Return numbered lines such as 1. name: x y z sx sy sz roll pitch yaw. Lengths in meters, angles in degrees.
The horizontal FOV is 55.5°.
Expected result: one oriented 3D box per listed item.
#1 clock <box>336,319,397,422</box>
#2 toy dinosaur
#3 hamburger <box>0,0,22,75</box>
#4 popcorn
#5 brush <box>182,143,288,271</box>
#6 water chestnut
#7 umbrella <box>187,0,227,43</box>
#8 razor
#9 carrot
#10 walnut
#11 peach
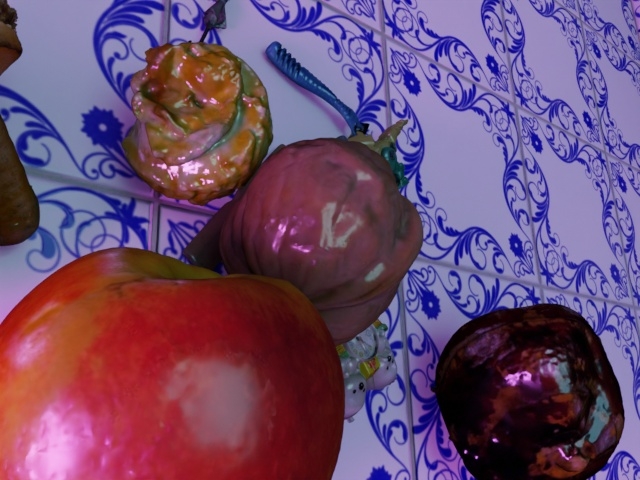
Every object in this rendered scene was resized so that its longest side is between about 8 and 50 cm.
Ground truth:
1. clock: 0.044 0.195 0.957 0.231 0.103 0.144 -28 86 -44
2. toy dinosaur: 0.105 -0.148 1.129 0.259 0.094 0.153 -35 107 -39
3. hamburger: -0.414 -0.217 0.640 0.118 0.191 0.182 66 17 -13
4. popcorn: -0.166 -0.162 0.840 0.204 0.183 0.221 2 74 -12
5. brush: -0.110 -0.057 0.950 0.054 0.048 0.282 50 52 -18
6. water chestnut: 0.366 0.259 1.107 0.335 0.335 0.347 52 19 -15
7. umbrella: -0.158 -0.409 1.030 0.044 0.044 0.269 63 39 -49
8. razor: 0.000 -0.270 1.119 0.253 0.042 0.082 39 55 -24
9. carrot: -0.350 -0.114 0.619 0.078 0.298 0.078 4 45 -4
10. walnut: 0.000 0.000 0.849 0.285 0.285 0.296 -53 147 -39
11. peach: -0.160 0.199 0.620 0.388 0.388 0.388 15 66 -37
